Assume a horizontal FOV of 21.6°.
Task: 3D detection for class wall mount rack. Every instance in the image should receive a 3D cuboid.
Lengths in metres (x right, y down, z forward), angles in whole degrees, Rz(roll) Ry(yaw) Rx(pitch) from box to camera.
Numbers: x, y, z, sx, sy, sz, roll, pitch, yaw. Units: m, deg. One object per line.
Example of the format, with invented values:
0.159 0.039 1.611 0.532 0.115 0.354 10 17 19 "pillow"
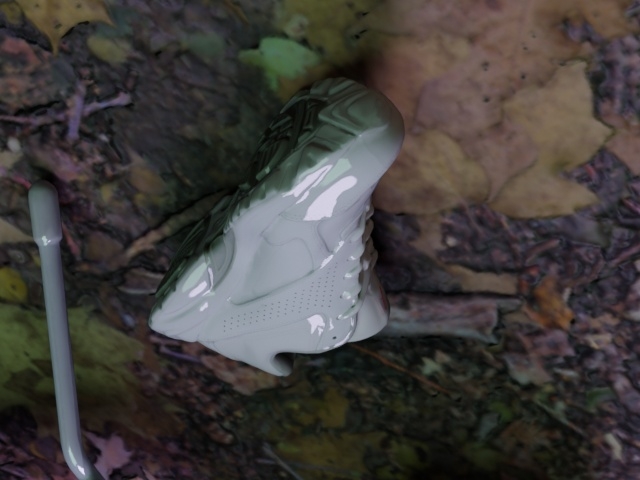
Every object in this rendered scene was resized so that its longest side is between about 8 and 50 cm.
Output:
-0.204 0.129 1.077 0.350 0.130 0.304 -9 127 31 "wall mount rack"

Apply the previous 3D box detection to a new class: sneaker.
0.000 0.000 0.904 0.115 0.090 0.232 30 143 -10 "sneaker"
